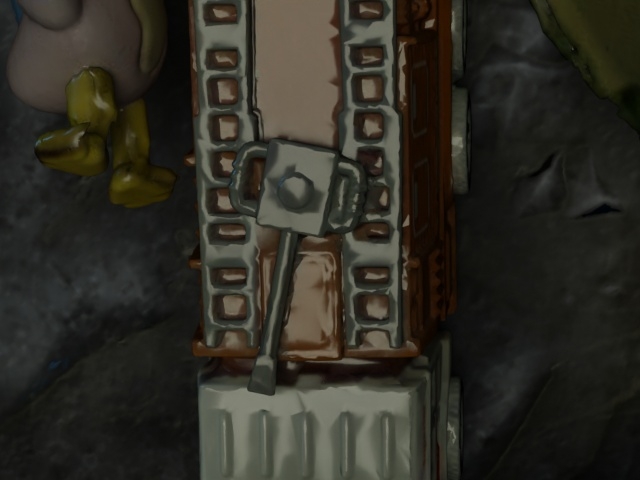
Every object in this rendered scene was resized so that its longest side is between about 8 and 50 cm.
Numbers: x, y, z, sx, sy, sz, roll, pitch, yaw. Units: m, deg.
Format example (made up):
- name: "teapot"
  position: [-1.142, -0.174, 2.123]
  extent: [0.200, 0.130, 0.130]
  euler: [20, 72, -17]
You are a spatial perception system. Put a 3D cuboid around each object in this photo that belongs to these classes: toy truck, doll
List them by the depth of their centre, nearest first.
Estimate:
- name: "doll"
  position: [-0.128, -0.208, 0.946]
  extent: [0.094, 0.160, 0.365]
  euler: [-1, 78, 19]
- name: "toy truck"
  position: [0.000, 0.000, 0.965]
  extent: [0.173, 0.207, 0.387]
  euler: [-1, 99, 7]

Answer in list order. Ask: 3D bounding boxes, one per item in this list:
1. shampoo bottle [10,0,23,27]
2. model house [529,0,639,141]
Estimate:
- name: "shampoo bottle"
  position: [-0.191, -0.240, 1.009]
  extent: [0.061, 0.104, 0.258]
  euler: [-10, 99, 40]
- name: "model house"
  position: [0.249, -0.247, 0.896]
  extent: [0.266, 0.261, 0.321]
  euler: [-20, 117, -7]
